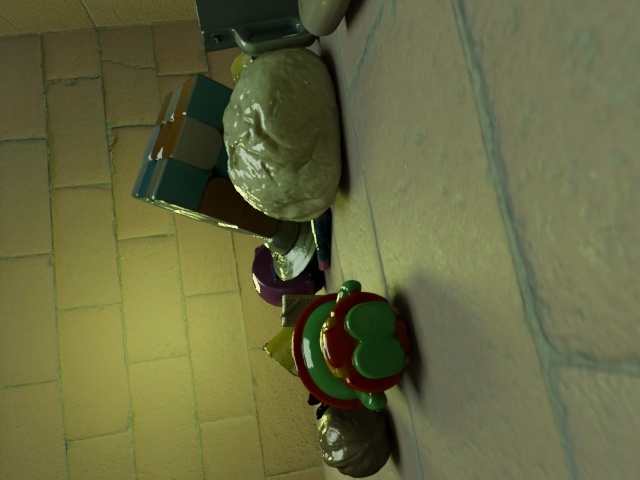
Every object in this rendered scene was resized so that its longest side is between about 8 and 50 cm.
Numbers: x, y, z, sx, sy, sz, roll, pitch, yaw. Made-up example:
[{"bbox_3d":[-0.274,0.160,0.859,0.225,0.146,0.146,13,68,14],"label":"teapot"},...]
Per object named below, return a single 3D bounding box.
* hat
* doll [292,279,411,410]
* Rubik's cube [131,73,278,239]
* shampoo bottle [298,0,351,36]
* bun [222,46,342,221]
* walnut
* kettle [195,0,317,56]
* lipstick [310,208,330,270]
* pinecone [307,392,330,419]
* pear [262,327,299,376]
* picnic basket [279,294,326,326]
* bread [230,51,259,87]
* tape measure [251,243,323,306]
[{"bbox_3d":[-0.110,-0.015,1.360,0.252,0.110,0.252,-35,43,42],"label":"hat"},{"bbox_3d":[0.033,0.181,0.766,0.363,0.160,0.182,106,147,-74],"label":"doll"},{"bbox_3d":[-0.298,-0.221,1.335,0.347,0.347,0.344,13,83,57],"label":"Rubik's cube"},{"bbox_3d":[0.013,-0.365,0.604,0.257,0.078,0.127,152,110,-81],"label":"shampoo bottle"},{"bbox_3d":[-0.087,-0.215,0.977,0.352,0.227,0.348,97,164,-59],"label":"bun"},{"bbox_3d":[0.063,0.367,0.868,0.162,0.140,0.140,133,130,-62],"label":"walnut"},{"bbox_3d":[-0.137,-0.482,0.990,0.160,0.243,0.210,92,170,-60],"label":"kettle"},{"bbox_3d":[0.000,0.000,1.235,0.234,0.054,0.053,87,171,-47],"label":"lipstick"},{"bbox_3d":[0.044,0.354,1.041,0.121,0.140,0.140,32,140,36],"label":"pinecone"},{"bbox_3d":[-0.036,0.318,1.476,0.267,0.267,0.178,-144,78,-80],"label":"pear"},{"bbox_3d":[-0.030,0.193,1.267,0.115,0.164,0.079,110,159,-74],"label":"picnic basket"},{"bbox_3d":[-0.142,-0.445,1.268,0.170,0.197,0.197,-140,42,-68],"label":"bread"},{"bbox_3d":[-0.112,0.091,1.530,0.149,0.232,0.245,91,164,-51],"label":"tape measure"}]
